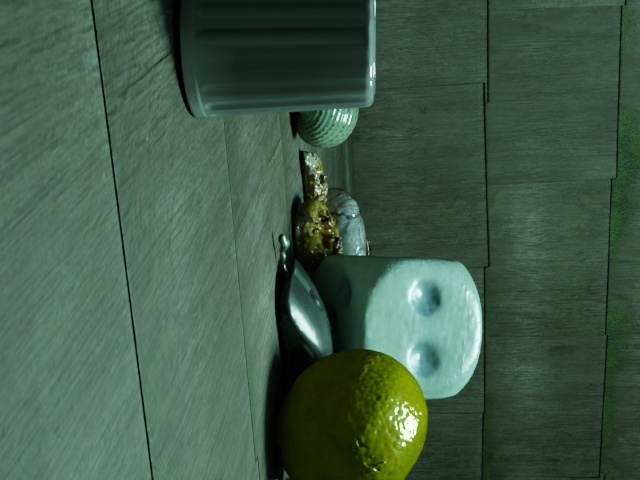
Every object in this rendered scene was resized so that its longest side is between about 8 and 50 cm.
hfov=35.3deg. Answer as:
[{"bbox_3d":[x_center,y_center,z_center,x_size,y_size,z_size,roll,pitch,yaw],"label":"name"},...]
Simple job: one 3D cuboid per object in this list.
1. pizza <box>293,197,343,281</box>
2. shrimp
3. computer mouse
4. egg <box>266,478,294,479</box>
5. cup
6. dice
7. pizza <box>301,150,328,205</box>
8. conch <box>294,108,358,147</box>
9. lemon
[{"bbox_3d":[0.000,0.000,2.061,0.305,0.085,0.161,60,29,-76],"label":"pizza"},{"bbox_3d":[0.041,0.052,2.270,0.116,0.145,0.343,-3,86,-59],"label":"shrimp"},{"bbox_3d":[-0.025,0.143,1.773,0.167,0.090,0.379,-86,170,-54],"label":"computer mouse"},{"bbox_3d":[-0.040,0.363,1.178,0.201,0.164,0.164,54,35,-76],"label":"egg"},{"bbox_3d":[-0.041,-0.242,1.102,0.167,0.202,0.221,81,10,-67],"label":"cup"},{"bbox_3d":[0.135,0.161,1.935,0.268,0.264,0.263,-179,-89,-67],"label":"dice"},{"bbox_3d":[-0.011,-0.139,2.163,0.195,0.052,0.185,77,9,-62],"label":"pizza"},{"bbox_3d":[0.008,-0.275,1.981,0.200,0.131,0.172,70,20,-75],"label":"conch"},{"bbox_3d":[0.053,0.307,1.661,0.267,0.267,0.267,-2,90,-84],"label":"lemon"}]
